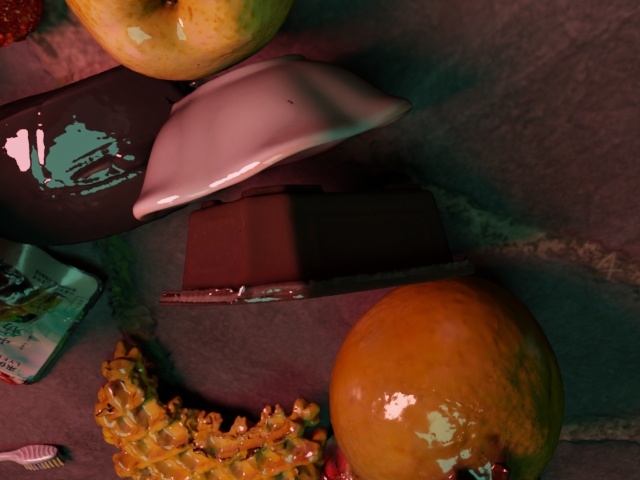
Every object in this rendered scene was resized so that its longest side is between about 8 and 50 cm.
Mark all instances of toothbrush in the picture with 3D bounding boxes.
[{"bbox_3d":[-0.533,0.316,0.856,0.375,0.028,0.037,-8,131,7],"label":"toothbrush"}]

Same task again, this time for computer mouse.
[{"bbox_3d":[-0.224,-0.064,0.551,0.269,0.086,0.137,-14,123,10],"label":"computer mouse"}]

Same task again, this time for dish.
[{"bbox_3d":[-0.050,-0.090,0.471,0.229,0.229,0.081,-19,97,15],"label":"dish"}]

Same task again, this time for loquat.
[{"bbox_3d":[0.122,0.151,0.596,0.244,0.244,0.244,1,125,1],"label":"loquat"}]

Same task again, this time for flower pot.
[{"bbox_3d":[0.000,0.000,0.519,0.251,0.084,0.179,-3,178,-40],"label":"flower pot"}]

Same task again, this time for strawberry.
[{"bbox_3d":[-0.261,-0.181,0.474,0.073,0.083,0.073,4,119,8],"label":"strawberry"}]

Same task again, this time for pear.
[{"bbox_3d":[-0.093,-0.189,0.411,0.178,0.178,0.178,1,125,1],"label":"pear"}]

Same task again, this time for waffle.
[{"bbox_3d":[-0.144,0.257,0.756,0.293,0.069,0.260,16,126,4],"label":"waffle"}]

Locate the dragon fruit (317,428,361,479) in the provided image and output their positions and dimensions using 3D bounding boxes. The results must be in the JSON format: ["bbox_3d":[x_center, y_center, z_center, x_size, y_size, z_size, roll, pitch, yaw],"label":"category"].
[{"bbox_3d":[0.081,0.298,0.764,0.274,0.126,0.161,-34,118,22],"label":"dragon fruit"}]

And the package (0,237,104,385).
[{"bbox_3d":[-0.355,0.079,0.681,0.166,0.040,0.232,35,120,-22],"label":"package"}]
